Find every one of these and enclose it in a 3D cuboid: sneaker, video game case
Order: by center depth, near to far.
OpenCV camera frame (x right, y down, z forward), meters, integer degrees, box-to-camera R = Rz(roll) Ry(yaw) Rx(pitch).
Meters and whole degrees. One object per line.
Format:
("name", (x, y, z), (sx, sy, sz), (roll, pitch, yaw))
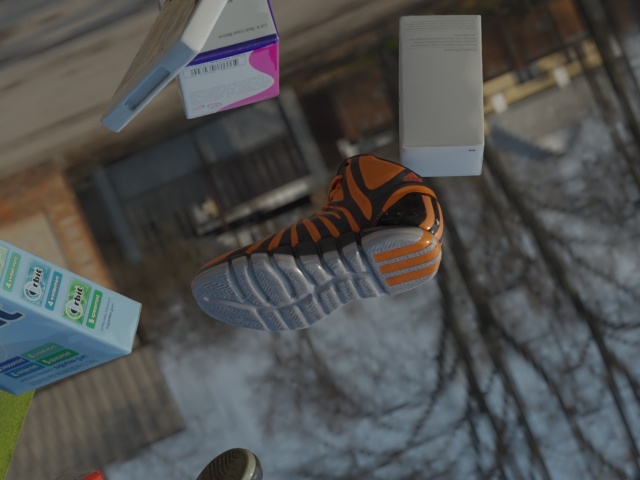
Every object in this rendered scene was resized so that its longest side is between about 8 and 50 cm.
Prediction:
("video game case", (-0.116, -0.226, 1.547), (0.206, 0.026, 0.227), (-32, -152, 58))
("sneaker", (-0.096, 0.333, 1.900), (0.222, 0.118, 0.083), (-61, -149, 23))
("sneaker", (0.000, 0.000, 2.060), (0.321, 0.124, 0.180), (-12, -139, 13))

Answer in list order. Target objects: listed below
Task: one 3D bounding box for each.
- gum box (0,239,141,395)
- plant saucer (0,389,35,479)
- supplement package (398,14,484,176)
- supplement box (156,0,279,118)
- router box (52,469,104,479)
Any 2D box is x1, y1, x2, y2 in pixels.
("gum box", (-0.240, 0.042, 1.120), (0.184, 0.041, 0.157), (26, 150, -30))
("plant saucer", (-0.333, 0.126, 1.552), (0.045, 0.188, 0.188), (3, -150, -35))
("supplement package", (0.151, -0.180, 2.086), (0.105, 0.179, 0.105), (-1, 161, 2))
("supplement box", (-0.110, -0.219, 1.786), (0.111, 0.114, 0.220), (-15, 169, -5))
("router box", (-0.312, 0.442, 1.689), (0.335, 0.301, 0.082), (-29, -172, -37))
